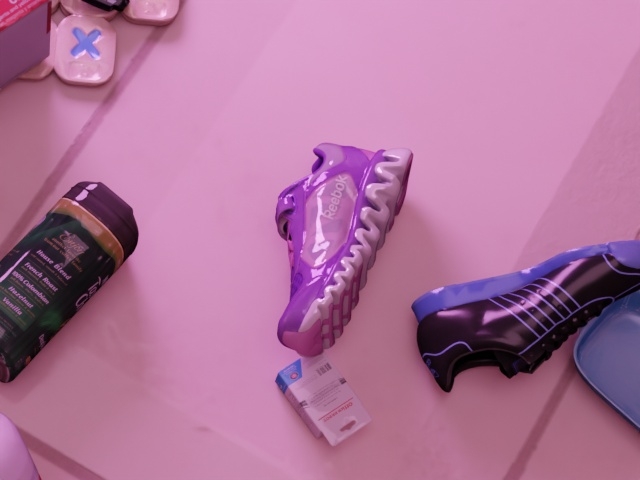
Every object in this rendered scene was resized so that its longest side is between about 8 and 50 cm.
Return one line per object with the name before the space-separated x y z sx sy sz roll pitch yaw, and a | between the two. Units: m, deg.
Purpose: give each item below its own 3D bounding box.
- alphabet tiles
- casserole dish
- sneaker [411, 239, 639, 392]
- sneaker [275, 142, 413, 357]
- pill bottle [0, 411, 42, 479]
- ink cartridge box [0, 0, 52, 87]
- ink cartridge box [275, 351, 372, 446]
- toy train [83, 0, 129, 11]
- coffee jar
alphabet tiles | -0.275 -0.280 1.814 0.284 0.021 0.278 4 71 -7
casserole dish | 0.314 0.129 1.743 0.188 0.037 0.114 41 69 8
sneaker | 0.202 0.070 1.710 0.232 0.081 0.090 -17 69 6
sneaker | 0.000 0.000 1.712 0.105 0.095 0.236 21 55 7
pill bottle | -0.256 0.345 1.395 0.229 0.229 0.407 -27 108 -17
ink cartridge box | -0.345 -0.223 1.704 0.127 0.128 0.176 -37 81 -18
ink cartridge box | 0.003 0.143 1.692 0.048 0.028 0.083 -32 76 -19
toy train | -0.254 -0.254 1.785 0.158 0.027 0.036 23 80 -2
coffee jar | -0.240 0.033 1.660 0.079 0.096 0.184 40 69 4
